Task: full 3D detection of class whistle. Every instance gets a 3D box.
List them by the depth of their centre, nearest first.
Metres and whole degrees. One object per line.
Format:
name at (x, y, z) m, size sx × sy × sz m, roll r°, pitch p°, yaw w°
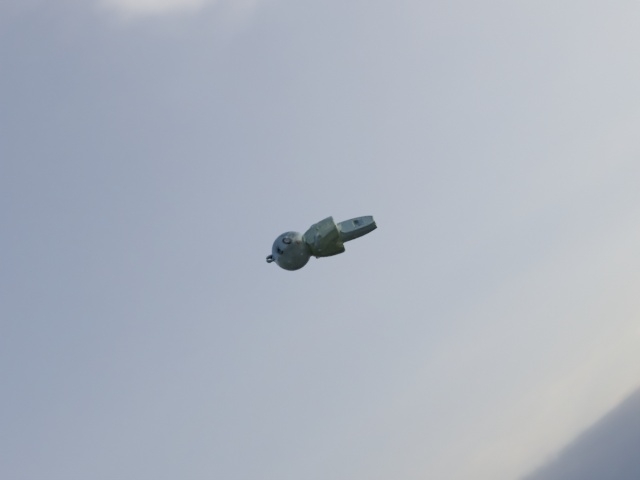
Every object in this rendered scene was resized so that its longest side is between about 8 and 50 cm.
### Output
whistle at (0.000, 0.000, 1.220) m, size 0.100 × 0.035 × 0.035 m, roll -19°, pitch -22°, yaw 1°
